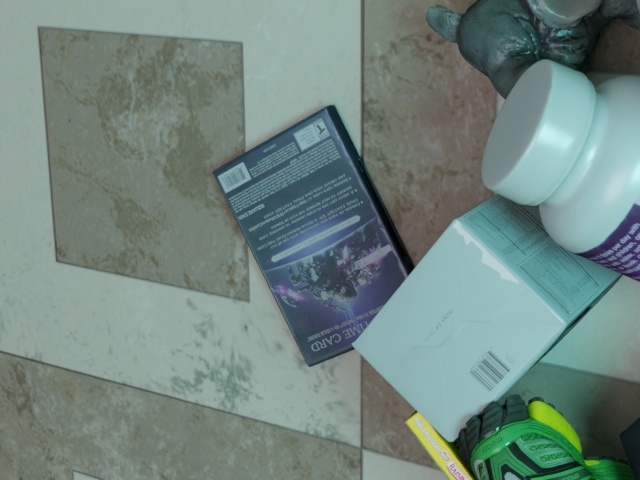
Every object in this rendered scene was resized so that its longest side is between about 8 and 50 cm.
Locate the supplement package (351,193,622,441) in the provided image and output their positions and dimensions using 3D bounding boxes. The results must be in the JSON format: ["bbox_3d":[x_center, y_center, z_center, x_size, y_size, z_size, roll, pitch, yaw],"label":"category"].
[{"bbox_3d":[0.180,0.065,1.236,0.149,0.203,0.194,45,124,12],"label":"supplement package"}]

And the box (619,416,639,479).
[{"bbox_3d":[0.417,0.188,1.078,0.270,0.143,0.165,118,146,-52],"label":"box"}]

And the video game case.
[{"bbox_3d":[0.000,0.000,1.439,0.196,0.026,0.274,-26,91,35],"label":"video game case"}]

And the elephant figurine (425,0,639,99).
[{"bbox_3d":[0.257,-0.238,1.141,0.186,0.169,0.239,23,115,-26],"label":"elephant figurine"}]

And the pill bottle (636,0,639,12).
[{"bbox_3d":[0.458,-0.213,0.876,0.408,0.229,0.229,-29,89,13],"label":"pill bottle"}]

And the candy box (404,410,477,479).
[{"bbox_3d":[0.151,0.216,1.305,0.027,0.206,0.105,-38,83,13],"label":"candy box"}]

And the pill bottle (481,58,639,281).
[{"bbox_3d":[0.305,-0.046,1.067,0.302,0.169,0.169,22,121,-12],"label":"pill bottle"}]

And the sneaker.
[{"bbox_3d":[0.265,0.297,1.211,0.134,0.343,0.146,-38,40,21],"label":"sneaker"}]
